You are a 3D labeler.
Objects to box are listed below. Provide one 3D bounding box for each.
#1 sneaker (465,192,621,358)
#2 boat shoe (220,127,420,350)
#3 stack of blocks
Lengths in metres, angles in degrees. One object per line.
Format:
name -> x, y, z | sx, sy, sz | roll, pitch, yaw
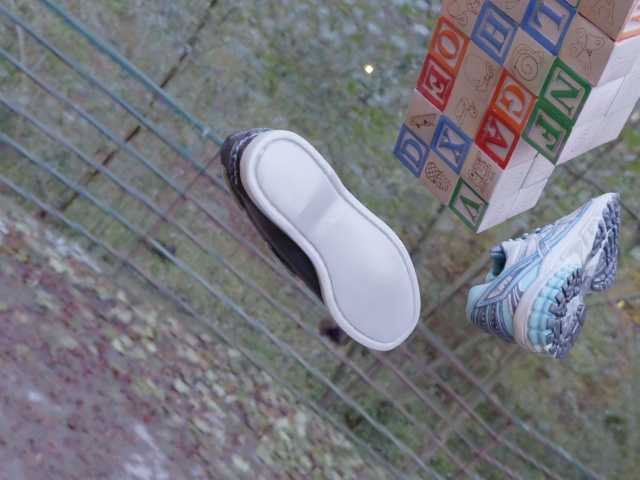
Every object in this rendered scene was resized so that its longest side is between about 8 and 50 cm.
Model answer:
sneaker -> 0.254, 0.018, 1.070 | 0.122, 0.110, 0.283 | 11, 31, 31
boat shoe -> 0.000, 0.000, 0.422 | 0.125, 0.046, 0.038 | 48, -13, -31
stack of blocks -> 0.184, -0.146, 0.845 | 0.087, 0.297, 0.171 | -23, 57, -32
